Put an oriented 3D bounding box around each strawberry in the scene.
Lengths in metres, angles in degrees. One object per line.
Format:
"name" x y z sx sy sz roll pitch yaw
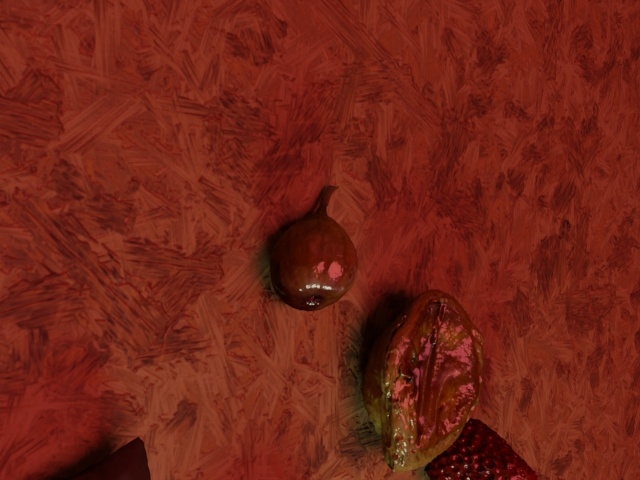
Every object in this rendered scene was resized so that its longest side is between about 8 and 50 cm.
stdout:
"strawberry" 0.359 0.504 1.586 0.205 0.244 0.205 -6 100 -42

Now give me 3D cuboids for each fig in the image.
"fig" 0.000 0.000 1.297 0.159 0.159 0.257 43 47 -37

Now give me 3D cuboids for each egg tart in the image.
"egg tart" 0.207 0.278 1.487 0.339 0.153 0.352 -21 107 -41

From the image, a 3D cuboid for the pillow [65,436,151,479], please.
"pillow" -0.355 0.472 0.993 0.308 0.108 0.305 -21 111 -41
